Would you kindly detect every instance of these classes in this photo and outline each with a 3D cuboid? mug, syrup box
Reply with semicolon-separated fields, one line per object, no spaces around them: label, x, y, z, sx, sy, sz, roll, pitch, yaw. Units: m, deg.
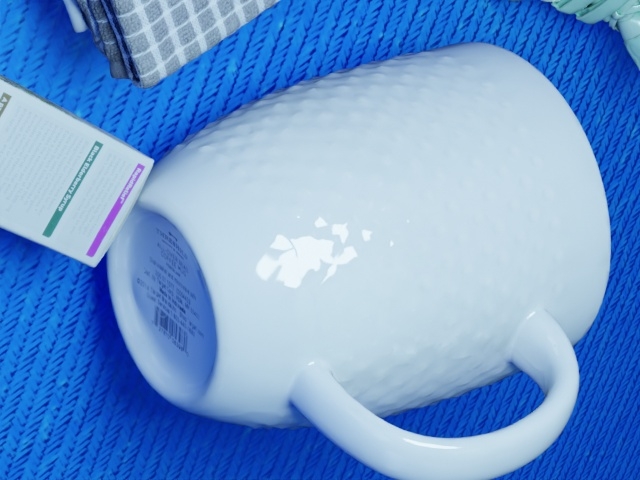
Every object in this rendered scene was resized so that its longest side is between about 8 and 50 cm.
mug;0.040;0.038;1.409;0.328;0.374;0.276;-16;140;-32
syrup box;-0.236;-0.070;1.273;0.237;0.093;0.096;30;91;-50

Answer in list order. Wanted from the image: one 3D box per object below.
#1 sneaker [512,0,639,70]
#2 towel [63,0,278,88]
sneaker;0.270;-0.207;1.645;0.256;0.094;0.151;-13;80;-36
towel;-0.084;-0.261;1.223;0.235;0.121;0.283;-38;136;-21
